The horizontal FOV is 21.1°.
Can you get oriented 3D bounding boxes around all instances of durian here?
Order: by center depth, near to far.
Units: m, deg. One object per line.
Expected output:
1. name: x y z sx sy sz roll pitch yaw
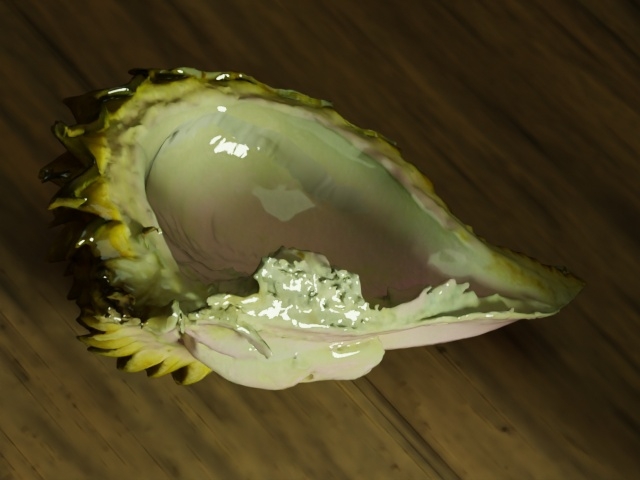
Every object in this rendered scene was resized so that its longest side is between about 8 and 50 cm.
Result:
1. durian: -0.004 0.012 0.624 0.224 0.078 0.140 14 36 -26
